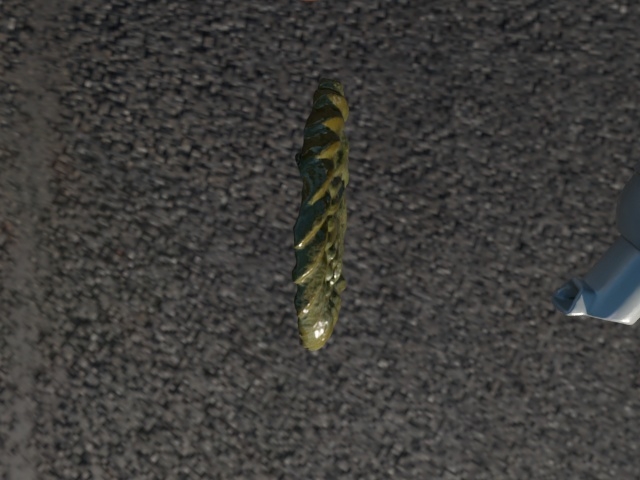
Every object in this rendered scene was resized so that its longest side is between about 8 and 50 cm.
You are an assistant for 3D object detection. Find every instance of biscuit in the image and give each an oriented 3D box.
[{"bbox_3d":[0.000,0.000,1.241,0.036,0.187,0.273,6,129,8],"label":"biscuit"}]

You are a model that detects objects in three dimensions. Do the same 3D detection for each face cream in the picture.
[{"bbox_3d":[0.387,-0.050,1.297,0.145,0.145,0.370,32,104,-35],"label":"face cream"}]
